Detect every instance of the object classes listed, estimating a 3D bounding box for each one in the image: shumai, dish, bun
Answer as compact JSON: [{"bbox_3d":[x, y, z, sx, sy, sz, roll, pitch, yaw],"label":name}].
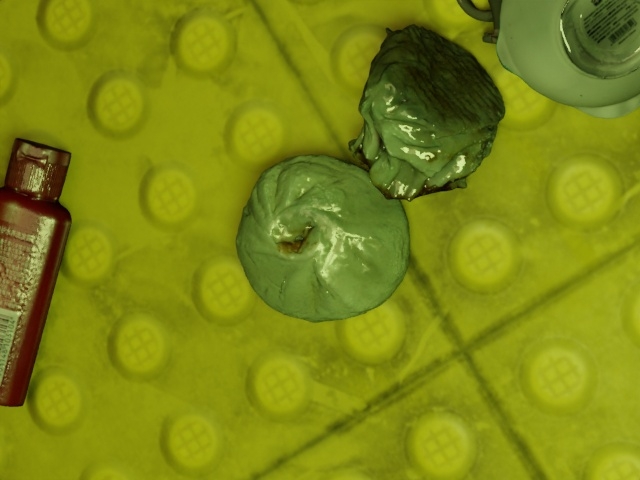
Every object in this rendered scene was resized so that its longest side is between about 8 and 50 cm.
[{"bbox_3d":[0.100,-0.131,1.609,0.184,0.184,0.142,54,127,11],"label":"shumai"},{"bbox_3d":[0.299,-0.228,1.516,0.246,0.078,0.224,-24,108,5],"label":"dish"},{"bbox_3d":[0.000,0.000,1.639,0.195,0.118,0.195,0,89,16],"label":"bun"}]

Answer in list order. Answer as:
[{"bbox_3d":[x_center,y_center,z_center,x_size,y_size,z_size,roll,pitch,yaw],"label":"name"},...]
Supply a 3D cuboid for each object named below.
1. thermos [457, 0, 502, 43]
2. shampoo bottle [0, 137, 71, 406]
[{"bbox_3d":[0.196,-0.305,1.587,0.137,0.105,0.193,4,104,37],"label":"thermos"},{"bbox_3d":[-0.370,0.038,1.786,0.118,0.076,0.314,17,95,19],"label":"shampoo bottle"}]
